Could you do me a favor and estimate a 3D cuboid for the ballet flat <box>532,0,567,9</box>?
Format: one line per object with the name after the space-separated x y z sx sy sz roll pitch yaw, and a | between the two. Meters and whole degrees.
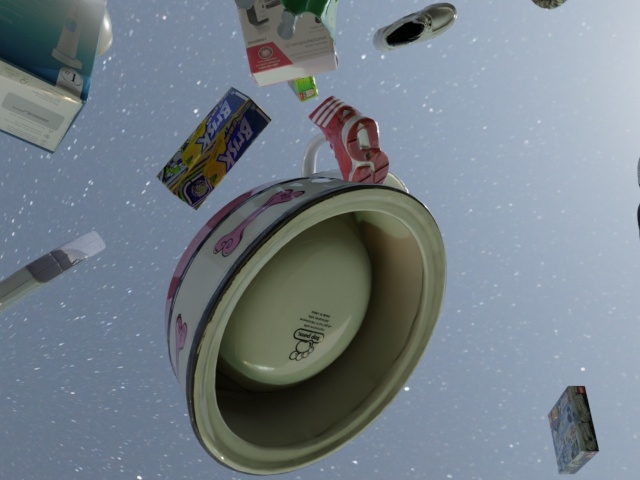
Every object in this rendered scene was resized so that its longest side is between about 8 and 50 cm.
0.067 -0.331 0.434 0.482 0.164 0.182 25 -76 -30 | ballet flat

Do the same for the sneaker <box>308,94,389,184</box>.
0.049 -0.171 1.051 0.087 0.221 0.128 -32 -120 -14 | sneaker

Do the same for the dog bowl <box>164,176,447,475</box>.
-0.022 0.097 0.802 0.408 0.150 0.408 -21 -55 -33 | dog bowl

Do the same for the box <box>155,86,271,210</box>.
-0.149 -0.129 0.838 0.169 0.059 0.054 -51 -44 -1 | box

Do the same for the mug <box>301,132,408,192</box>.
0.035 -0.101 1.583 0.276 0.328 0.374 -8 -81 -38 | mug

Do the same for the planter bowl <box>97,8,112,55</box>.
-0.529 -0.489 1.287 0.162 0.109 0.162 12 -127 -16 | planter bowl

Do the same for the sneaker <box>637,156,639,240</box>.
0.536 -0.011 0.884 0.269 0.101 0.153 -76 -30 -41 | sneaker

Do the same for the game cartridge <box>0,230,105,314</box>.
-0.562 0.065 1.220 0.198 0.297 0.062 -27 -79 10 | game cartridge

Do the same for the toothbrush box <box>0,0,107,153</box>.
-0.460 -0.307 0.897 0.216 0.126 0.296 24 -139 -35 | toothbrush box

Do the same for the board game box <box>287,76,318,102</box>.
-0.059 -0.401 1.285 0.043 0.092 0.181 -23 -46 -7 | board game box

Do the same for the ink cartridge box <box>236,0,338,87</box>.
-0.066 -0.408 1.073 0.158 0.092 0.218 -12 -93 4 | ink cartridge box

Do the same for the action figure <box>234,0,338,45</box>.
-0.009 -0.308 0.600 0.137 0.063 0.232 34 -119 -21 | action figure

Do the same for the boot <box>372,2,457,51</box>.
0.279 -0.590 1.663 0.258 0.123 0.095 -25 -69 -2 | boot

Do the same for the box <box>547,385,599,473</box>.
0.372 0.283 0.886 0.027 0.137 0.094 -3 -123 6 | box
